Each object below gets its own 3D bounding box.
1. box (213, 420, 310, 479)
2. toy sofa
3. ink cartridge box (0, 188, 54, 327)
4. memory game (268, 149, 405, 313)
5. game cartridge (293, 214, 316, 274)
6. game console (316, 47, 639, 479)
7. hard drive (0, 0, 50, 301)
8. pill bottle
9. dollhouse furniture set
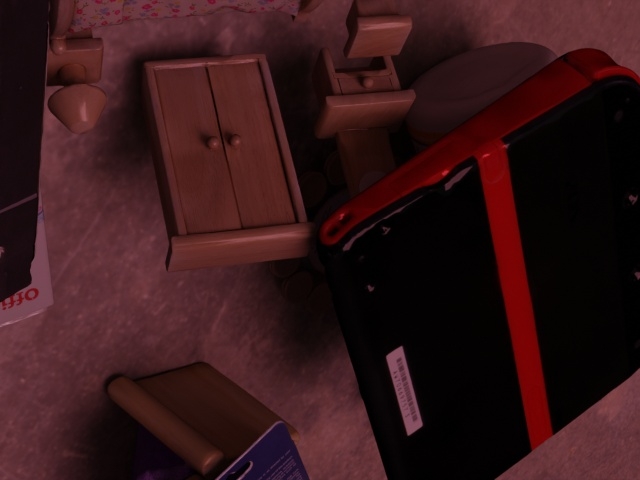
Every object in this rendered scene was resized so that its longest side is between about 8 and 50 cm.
[{"bbox_3d":[-0.062,0.259,1.033,0.136,0.036,0.225,-41,139,-23],"label":"box"},{"bbox_3d":[-0.158,0.313,1.114,0.177,0.150,0.362,-12,122,-42],"label":"toy sofa"},{"bbox_3d":[-0.279,-0.017,0.864,0.127,0.072,0.175,-21,127,-33],"label":"ink cartridge box"},{"bbox_3d":[0.023,-0.011,1.168,0.186,0.012,0.186,-22,128,-32],"label":"memory game"},{"bbox_3d":[0.000,0.000,1.174,0.083,0.017,0.056,-18,122,-35],"label":"game cartridge"},{"bbox_3d":[0.170,0.049,1.051,0.342,0.060,0.386,-32,130,-17],"label":"game console"},{"bbox_3d":[-0.270,-0.147,0.681,0.064,0.237,0.338,-42,144,-60],"label":"hard drive"},{"bbox_3d":[0.196,-0.047,1.179,0.162,0.162,0.278,-35,119,-23],"label":"pill bottle"},{"bbox_3d":[-0.031,-0.134,0.803,0.303,0.173,0.355,-7,156,-17],"label":"dollhouse furniture set"}]
